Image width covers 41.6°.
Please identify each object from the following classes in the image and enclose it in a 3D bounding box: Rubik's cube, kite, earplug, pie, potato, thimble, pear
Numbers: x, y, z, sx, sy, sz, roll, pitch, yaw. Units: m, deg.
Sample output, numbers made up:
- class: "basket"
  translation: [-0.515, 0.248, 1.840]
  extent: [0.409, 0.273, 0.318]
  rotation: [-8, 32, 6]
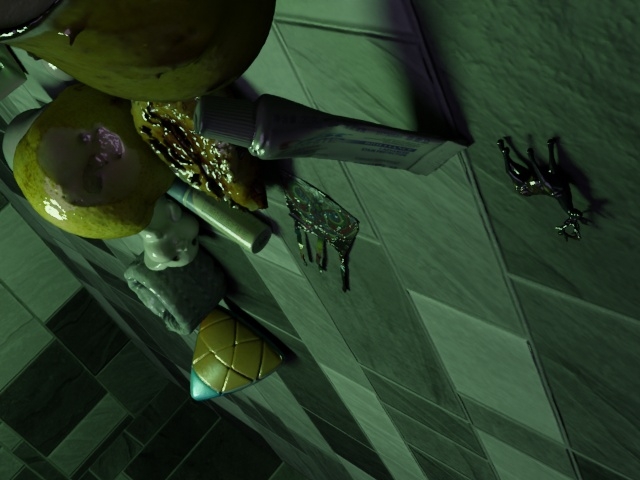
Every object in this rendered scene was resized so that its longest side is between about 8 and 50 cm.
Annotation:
- class: "Rubik's cube"
  translation: [-0.174, 0.290, 2.114]
  extent: [0.254, 0.254, 0.254]
  rotation: [36, 159, 16]
- class: "kite"
  translation: [0.000, 0.000, 1.354]
  extent: [0.152, 0.015, 0.285]
  rotation: [34, 158, 21]
- class: "earplug"
  translation: [-0.512, -0.212, 1.688]
  extent: [0.172, 0.172, 0.301]
  rotation: [50, 151, -19]
- class: "pie"
  translation: [-0.187, -0.153, 1.289]
  extent: [0.308, 0.085, 0.308]
  rotation: [37, 160, 16]
- class: "potato"
  translation: [-0.131, -0.294, 0.791]
  extent: [0.296, 0.397, 0.290]
  rotation: [14, -133, -48]
- class: "thimble"
  translation: [-0.331, 0.101, 1.962]
  extent: [0.217, 0.157, 0.245]
  rotation: [38, 159, 18]
- class: "pear"
  translation: [-0.382, -0.131, 1.450]
  extent: [0.271, 0.271, 0.271]
  rotation: [36, 159, 16]

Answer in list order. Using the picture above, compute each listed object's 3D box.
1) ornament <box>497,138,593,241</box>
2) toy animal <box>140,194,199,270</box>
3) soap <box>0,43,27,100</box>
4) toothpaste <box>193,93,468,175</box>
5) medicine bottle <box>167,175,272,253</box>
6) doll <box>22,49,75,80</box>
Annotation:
- class: "ornament"
  translation: [0.224, -0.047, 0.837]
  extent: [0.073, 0.028, 0.125]
  rotation: [7, 139, 56]
- class: "toy animal"
  translation: [-0.345, -0.031, 1.760]
  extent: [0.193, 0.127, 0.178]
  rotation: [51, 160, -25]
- class: "soap"
  translation: [-0.753, -0.390, 1.766]
  extent: [0.199, 0.138, 0.182]
  rotation: [29, 155, 33]
- class: "toothpaste"
  translation: [0.006, -0.108, 0.896]
  extent: [0.282, 0.069, 0.099]
  rotation: [9, -165, -16]
- class: "medicine bottle"
  translation: [-0.192, -0.060, 1.520]
  extent: [0.230, 0.059, 0.059]
  rotation: [34, 158, 21]
- class: "doll"
  translation: [-0.395, -0.321, 1.321]
  extent: [0.365, 0.094, 0.160]
  rotation: [15, 154, 53]
